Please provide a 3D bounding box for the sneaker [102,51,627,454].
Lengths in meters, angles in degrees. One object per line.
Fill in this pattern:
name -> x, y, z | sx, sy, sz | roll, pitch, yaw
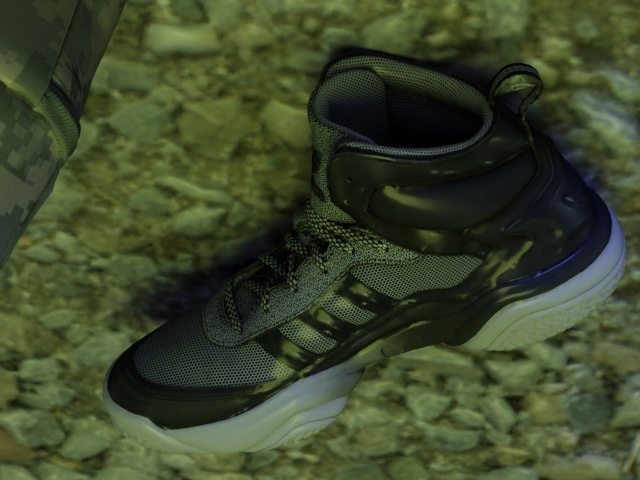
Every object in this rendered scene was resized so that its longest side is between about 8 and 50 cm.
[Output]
sneaker -> 0.000, 0.000, 0.936 | 0.269, 0.101, 0.153 | -20, 128, 9

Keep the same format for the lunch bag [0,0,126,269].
lunch bag -> -0.260, -0.059, 0.756 | 0.213, 0.256, 0.305 | -24, 130, 40
